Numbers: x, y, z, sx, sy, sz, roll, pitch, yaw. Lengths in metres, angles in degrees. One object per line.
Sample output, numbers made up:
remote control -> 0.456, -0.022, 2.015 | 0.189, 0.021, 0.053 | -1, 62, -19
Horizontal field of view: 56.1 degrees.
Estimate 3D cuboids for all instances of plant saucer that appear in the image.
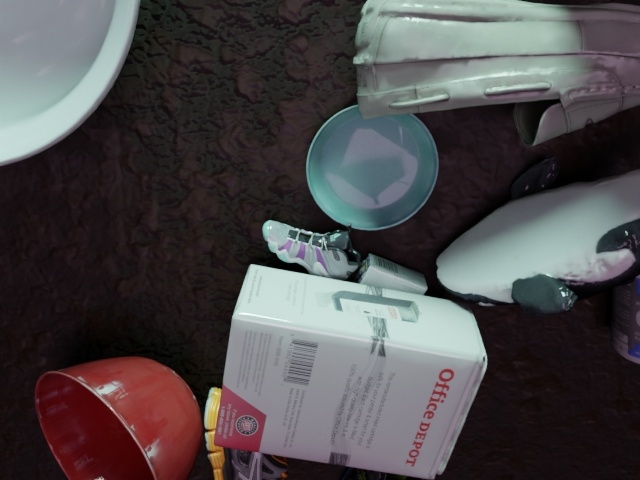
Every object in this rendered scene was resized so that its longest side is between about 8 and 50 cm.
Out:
plant saucer -> 0.046, -0.068, 0.549 | 0.120, 0.021, 0.119 | -1, 113, -2

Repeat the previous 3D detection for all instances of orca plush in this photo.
orca plush -> 0.245, -0.007, 0.519 | 0.102, 0.151, 0.287 | 33, 120, -33

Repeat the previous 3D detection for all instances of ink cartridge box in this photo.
ink cartridge box -> 0.052, 0.074, 0.605 | 0.063, 0.029, 0.115 | 21, 117, -10
ink cartridge box -> 0.023, 0.125, 0.563 | 0.218, 0.092, 0.158 | 11, 118, -3

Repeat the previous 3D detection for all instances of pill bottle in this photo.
pill bottle -> 0.320, 0.044, 0.571 | 0.078, 0.078, 0.137 | -9, 113, 3

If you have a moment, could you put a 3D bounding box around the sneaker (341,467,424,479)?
sneaker -> 0.069, 0.275, 0.666 | 0.067, 0.078, 0.188 | 22, 112, -10

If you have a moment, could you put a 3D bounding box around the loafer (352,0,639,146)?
loafer -> 0.186, -0.131, 0.478 | 0.320, 0.112, 0.111 | 7, 108, 6

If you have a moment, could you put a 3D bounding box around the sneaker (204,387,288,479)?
sneaker -> -0.073, 0.257, 0.656 | 0.083, 0.084, 0.214 | -6, 112, -4

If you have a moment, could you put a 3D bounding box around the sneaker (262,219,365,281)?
sneaker -> 0.000, 0.000, 0.561 | 0.098, 0.038, 0.069 | 36, 127, -25

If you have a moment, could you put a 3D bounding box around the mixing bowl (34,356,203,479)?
mixing bowl -> -0.184, 0.185, 0.595 | 0.182, 0.098, 0.181 | 16, 120, 31

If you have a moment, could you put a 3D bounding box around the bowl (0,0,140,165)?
bowl -> -0.261, -0.209, 0.422 | 0.298, 0.134, 0.297 | -1, 113, -2
